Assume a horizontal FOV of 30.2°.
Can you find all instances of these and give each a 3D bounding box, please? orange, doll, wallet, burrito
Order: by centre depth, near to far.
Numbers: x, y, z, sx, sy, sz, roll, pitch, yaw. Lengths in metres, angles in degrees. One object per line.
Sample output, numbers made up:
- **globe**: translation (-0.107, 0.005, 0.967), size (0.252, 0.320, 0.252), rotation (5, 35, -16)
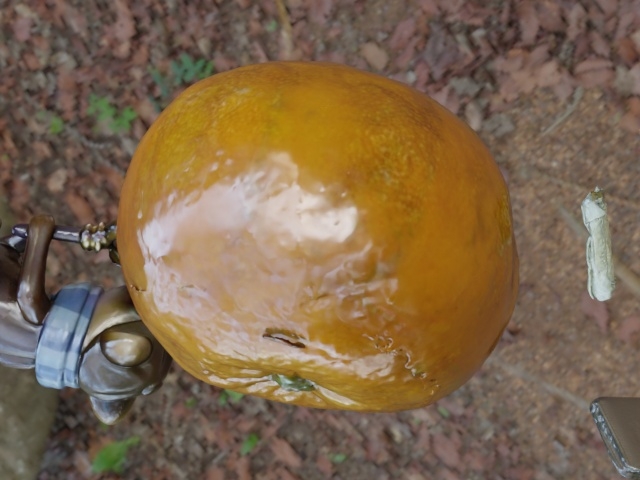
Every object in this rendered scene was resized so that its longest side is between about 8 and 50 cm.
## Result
- **orange**: translation (0.000, 0.000, 0.824), size (0.283, 0.226, 0.284), rotation (15, 163, 5)
- **wallet**: translation (0.382, 0.215, 1.305), size (0.118, 0.152, 0.039), rotation (-107, 26, -48)
- **doll**: translation (-0.347, 0.089, 1.622), size (0.339, 0.209, 0.318), rotation (21, 129, 11)
- **burrito**: translation (0.380, 0.006, 1.630), size (0.041, 0.045, 0.186), rotation (2, 127, 23)
